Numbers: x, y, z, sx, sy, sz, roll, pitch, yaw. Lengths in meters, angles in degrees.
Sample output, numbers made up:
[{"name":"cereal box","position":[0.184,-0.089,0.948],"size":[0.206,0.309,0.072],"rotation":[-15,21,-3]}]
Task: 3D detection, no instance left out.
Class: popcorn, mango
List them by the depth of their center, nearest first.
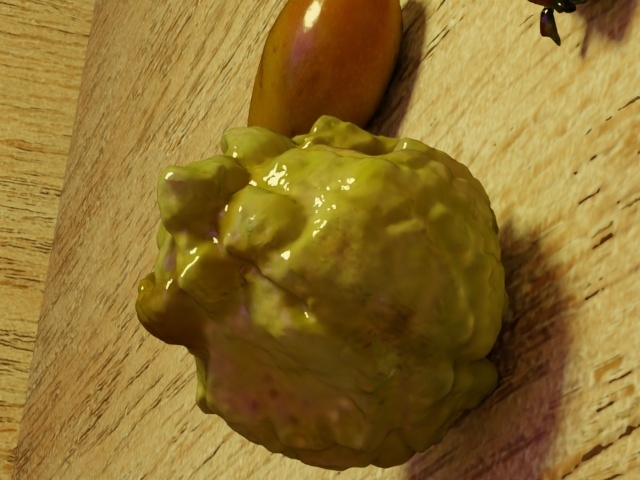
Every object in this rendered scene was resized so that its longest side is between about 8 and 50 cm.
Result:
[{"name":"popcorn","position":[0.009,0.024,0.980],"size":[0.212,0.259,0.259],"rotation":[-49,-7,-48]},{"name":"mango","position":[-0.004,-0.134,1.308],"size":[0.138,0.113,0.253],"rotation":[-97,26,-48]}]

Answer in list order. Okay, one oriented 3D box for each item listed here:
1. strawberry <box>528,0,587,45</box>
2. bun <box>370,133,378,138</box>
[{"name":"strawberry","position":[0.162,-0.232,0.955],"size":[0.140,0.085,0.192],"rotation":[-109,40,-62]},{"name":"bun","position":[0.000,0.000,1.202],"size":[0.188,0.111,0.164],"rotation":[-66,24,17]}]
